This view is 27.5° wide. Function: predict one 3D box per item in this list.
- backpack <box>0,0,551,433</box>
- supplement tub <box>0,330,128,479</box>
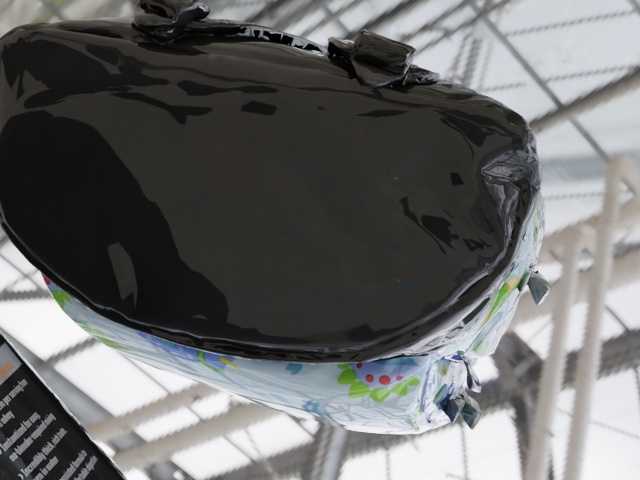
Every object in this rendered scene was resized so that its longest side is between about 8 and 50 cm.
[{"bbox_3d":[0.000,0.000,0.796,0.355,0.290,0.273,-28,128,-73],"label":"backpack"},{"bbox_3d":[-0.227,0.088,0.573,0.194,0.316,0.193,-39,-175,4],"label":"supplement tub"}]
